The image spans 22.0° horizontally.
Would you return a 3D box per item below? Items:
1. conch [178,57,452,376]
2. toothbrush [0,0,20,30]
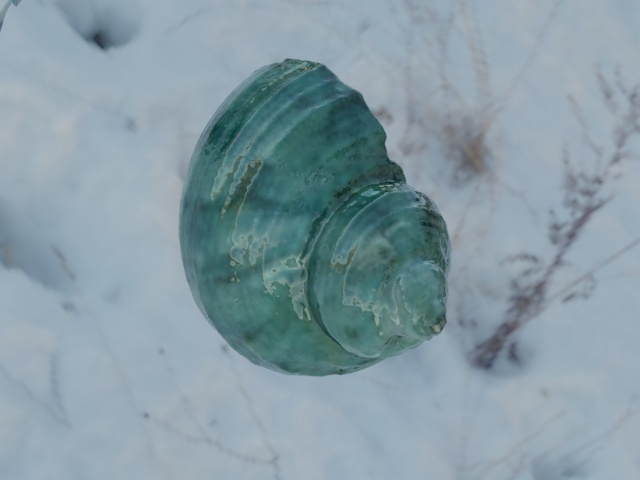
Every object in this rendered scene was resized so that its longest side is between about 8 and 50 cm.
[{"bbox_3d":[0.002,0.002,1.063,0.202,0.196,0.134,21,35,16],"label":"conch"},{"bbox_3d":[-0.312,-0.194,1.555,0.011,0.131,0.013,6,53,-39],"label":"toothbrush"}]
